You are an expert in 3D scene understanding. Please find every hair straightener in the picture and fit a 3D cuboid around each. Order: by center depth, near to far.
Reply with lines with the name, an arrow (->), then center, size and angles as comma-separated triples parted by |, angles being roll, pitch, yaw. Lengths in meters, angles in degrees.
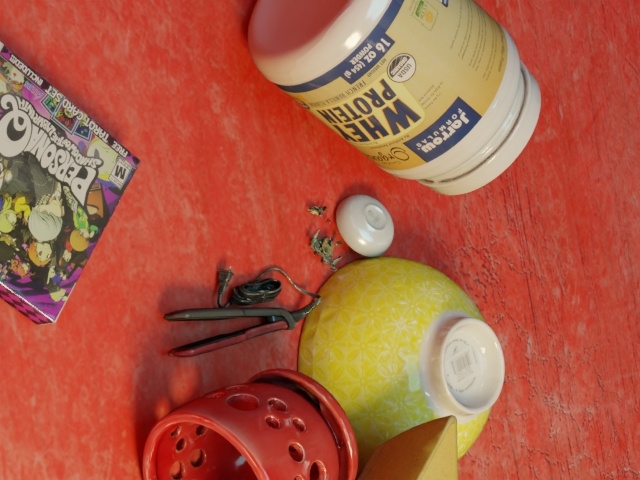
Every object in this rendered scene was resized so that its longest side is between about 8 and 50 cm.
hair straightener -> -0.085, 0.071, 1.645 | 0.230, 0.047, 0.089 | -10, 92, -44

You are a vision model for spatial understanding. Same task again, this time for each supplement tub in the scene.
supplement tub -> 0.095, -0.213, 1.731 | 0.316, 0.228, 0.228 | 35, 61, -34

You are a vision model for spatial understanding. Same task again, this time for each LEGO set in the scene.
LEGO set -> 0.001, -0.001, 1.760 | 0.054, 0.023, 0.083 | 19, 58, -43

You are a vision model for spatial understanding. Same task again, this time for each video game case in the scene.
video game case -> -0.313, -0.064, 1.453 | 0.232, 0.042, 0.210 | 42, 59, -31

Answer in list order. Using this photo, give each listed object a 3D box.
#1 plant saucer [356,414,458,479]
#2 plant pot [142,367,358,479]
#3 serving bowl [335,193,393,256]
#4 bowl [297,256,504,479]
plant saucer -> 0.052, 0.395, 1.629 | 0.333, 0.081, 0.332 | -56, 155, -33
plant pot -> -0.064, 0.240, 1.545 | 0.174, 0.191, 0.191 | -23, 100, -46
serving bowl -> 0.060, -0.023, 1.792 | 0.083, 0.027, 0.083 | 20, 53, -29
bowl -> 0.129, 0.156, 1.762 | 0.289, 0.156, 0.289 | 8, 78, -43
